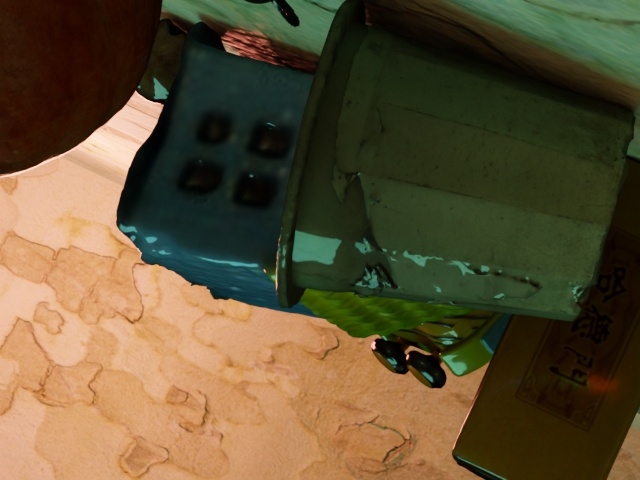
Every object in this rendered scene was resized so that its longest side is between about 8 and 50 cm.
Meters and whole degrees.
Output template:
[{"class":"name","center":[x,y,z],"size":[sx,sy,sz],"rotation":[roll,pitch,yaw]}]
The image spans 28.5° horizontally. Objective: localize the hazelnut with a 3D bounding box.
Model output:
[{"class":"hazelnut","center":[-0.137,-0.164,1.166],"size":[0.086,0.086,0.086],"rotation":[25,174,3]}]

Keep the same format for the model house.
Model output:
[{"class":"model house","center":[0.011,-0.030,1.107],"size":[0.303,0.215,0.237],"rotation":[18,171,26]}]

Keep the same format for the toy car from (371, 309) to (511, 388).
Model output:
[{"class":"toy car","center":[0.144,0.063,1.558],"size":[0.142,0.200,0.248],"rotation":[52,162,-22]}]

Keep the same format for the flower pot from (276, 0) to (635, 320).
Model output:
[{"class":"flower pot","center":[0.088,-0.031,0.829],"size":[0.203,0.212,0.212],"rotation":[17,173,8]}]

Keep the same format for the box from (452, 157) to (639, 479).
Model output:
[{"class":"box","center":[0.215,0.097,1.097],"size":[0.116,0.264,0.415],"rotation":[24,172,10]}]

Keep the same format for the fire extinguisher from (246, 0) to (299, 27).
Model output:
[{"class":"fire extinguisher","center":[-0.048,-0.184,0.765],"size":[0.078,0.045,0.157],"rotation":[53,-179,12]}]

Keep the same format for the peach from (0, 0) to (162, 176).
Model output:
[{"class":"peach","center":[-0.205,-0.173,0.738],"size":[0.232,0.256,0.232],"rotation":[6,-144,-4]}]

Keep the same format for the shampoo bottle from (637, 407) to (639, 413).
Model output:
[{"class":"shampoo bottle","center":[0.455,0.202,1.914],"size":[0.234,0.087,0.118],"rotation":[25,175,-7]}]
